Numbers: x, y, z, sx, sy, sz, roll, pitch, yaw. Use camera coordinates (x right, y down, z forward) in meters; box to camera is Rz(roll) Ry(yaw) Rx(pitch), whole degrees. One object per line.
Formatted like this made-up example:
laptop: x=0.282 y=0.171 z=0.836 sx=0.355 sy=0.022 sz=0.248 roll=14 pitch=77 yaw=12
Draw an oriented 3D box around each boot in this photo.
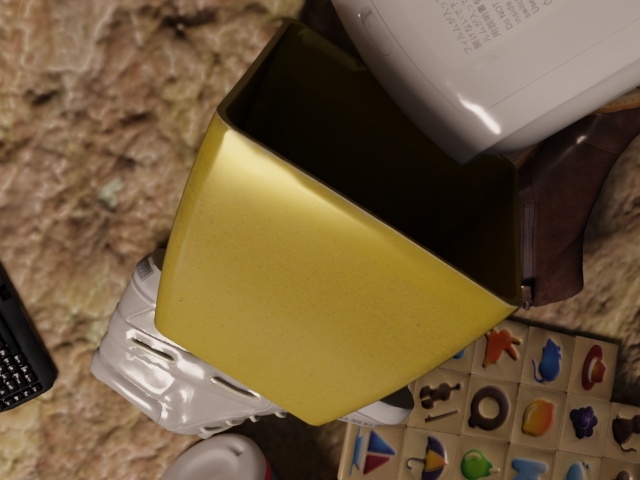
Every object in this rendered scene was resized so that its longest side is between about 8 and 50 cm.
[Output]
boot: x=0.209 y=-0.045 z=0.773 sx=0.248 sy=0.090 sz=0.207 roll=-16 pitch=125 yaw=6
boot: x=-0.058 y=0.115 z=0.755 sx=0.258 sy=0.095 sz=0.123 roll=29 pitch=108 yaw=-11

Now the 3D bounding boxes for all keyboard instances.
keyboard: x=-0.283 y=0.063 z=0.687 sx=0.100 sy=0.038 sz=0.192 roll=-24 pitch=117 yaw=-8

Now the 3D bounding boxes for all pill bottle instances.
pill bottle: x=-0.061 y=0.270 z=0.811 sx=0.108 sy=0.108 sz=0.180 roll=-31 pitch=119 yaw=-4

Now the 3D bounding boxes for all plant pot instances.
plant pot: x=0.000 y=0.000 z=0.650 sx=0.212 sy=0.212 sz=0.187 roll=32 pitch=120 yaw=-7

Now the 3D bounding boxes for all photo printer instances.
photo printer: x=0.151 y=-0.214 z=0.595 sx=0.307 sy=0.107 sz=0.256 roll=-31 pitch=87 yaw=19

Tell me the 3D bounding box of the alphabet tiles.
alphabet tiles: x=0.173 y=0.220 z=0.860 sx=0.342 sy=0.011 sz=0.285 roll=14 pitch=82 yaw=-23
